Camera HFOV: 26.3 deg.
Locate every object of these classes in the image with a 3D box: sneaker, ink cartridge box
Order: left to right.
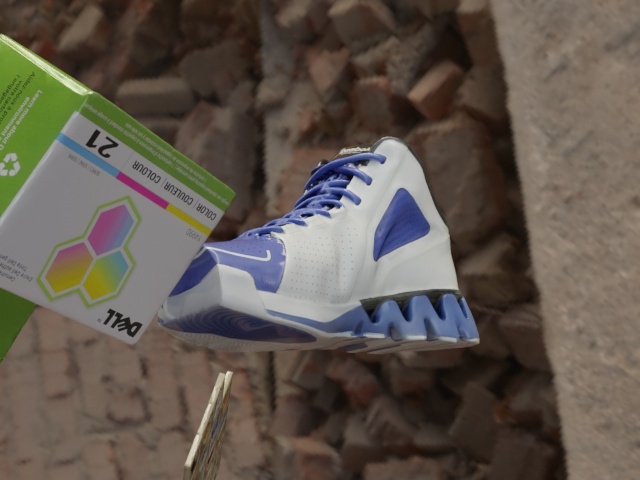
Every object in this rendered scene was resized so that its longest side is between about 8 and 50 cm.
[{"bbox_3d":[-0.198,0.024,0.893,0.097,0.189,0.255,33,88,31],"label":"ink cartridge box"},{"bbox_3d":[0.001,0.000,1.159,0.127,0.316,0.182,-17,72,46],"label":"sneaker"}]

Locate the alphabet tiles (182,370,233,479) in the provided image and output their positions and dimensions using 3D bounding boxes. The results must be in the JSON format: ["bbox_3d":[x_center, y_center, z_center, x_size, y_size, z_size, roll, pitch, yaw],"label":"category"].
[{"bbox_3d":[-0.176,0.359,1.934,0.011,0.342,0.285,15,43,4],"label":"alphabet tiles"}]
